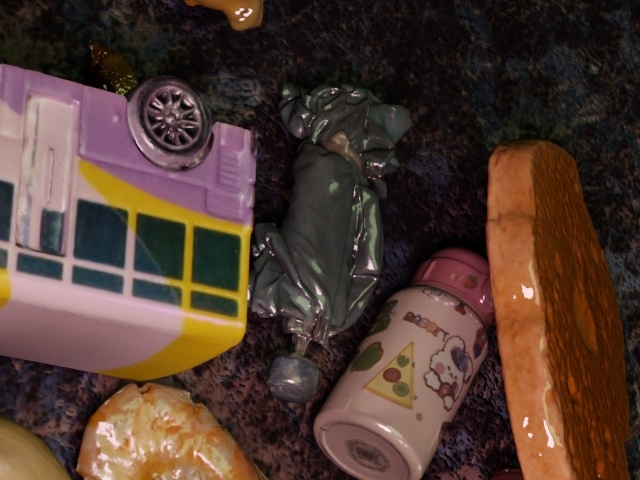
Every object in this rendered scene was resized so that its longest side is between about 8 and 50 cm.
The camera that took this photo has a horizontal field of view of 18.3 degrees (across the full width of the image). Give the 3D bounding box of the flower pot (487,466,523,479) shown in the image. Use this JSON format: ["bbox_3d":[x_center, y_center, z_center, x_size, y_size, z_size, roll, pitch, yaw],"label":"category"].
[{"bbox_3d":[0.195,0.283,1.982,0.111,0.111,0.089,37,44,-20],"label":"flower pot"}]

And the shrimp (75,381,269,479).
[{"bbox_3d":[-0.102,0.252,1.809,0.294,0.062,0.154,42,69,-15],"label":"shrimp"}]

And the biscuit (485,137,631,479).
[{"bbox_3d":[0.236,0.103,1.965,0.350,0.078,0.455,56,28,-54],"label":"biscuit"}]

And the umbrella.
[{"bbox_3d":[-0.003,0.000,1.924,0.143,0.094,0.349,17,60,-10],"label":"umbrella"}]

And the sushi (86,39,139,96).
[{"bbox_3d":[-0.196,-0.136,1.857,0.047,0.050,0.099,-9,62,-42],"label":"sushi"}]

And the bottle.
[{"bbox_3d":[0.098,0.113,1.945,0.120,0.120,0.253,43,57,-17],"label":"bottle"}]

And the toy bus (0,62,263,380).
[{"bbox_3d":[-0.287,-0.025,1.667,0.440,0.209,0.249,14,69,-32],"label":"toy bus"}]

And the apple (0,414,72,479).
[{"bbox_3d":[-0.314,0.259,1.536,0.233,0.295,0.258,-58,140,-71],"label":"apple"}]

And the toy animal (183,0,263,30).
[{"bbox_3d":[-0.106,-0.339,1.922,0.169,0.195,0.281,30,46,-71],"label":"toy animal"}]
